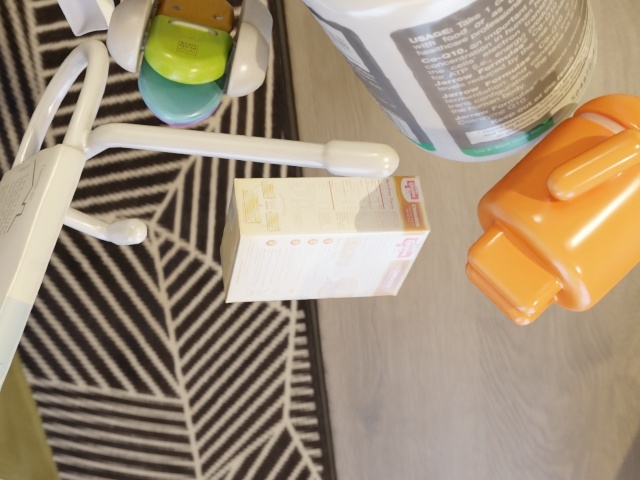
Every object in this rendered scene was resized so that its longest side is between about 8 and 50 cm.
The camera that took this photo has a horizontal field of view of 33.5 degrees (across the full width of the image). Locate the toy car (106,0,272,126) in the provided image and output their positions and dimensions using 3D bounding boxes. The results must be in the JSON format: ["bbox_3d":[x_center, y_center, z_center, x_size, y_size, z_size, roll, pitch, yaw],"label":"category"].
[{"bbox_3d":[-0.138,-0.187,1.098,0.159,0.182,0.136,13,121,-9],"label":"toy car"}]

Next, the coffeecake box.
[{"bbox_3d":[0.000,0.000,1.069,0.185,0.068,0.142,-1,151,-13],"label":"coffeecake box"}]

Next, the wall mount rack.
[{"bbox_3d":[-0.119,0.050,0.589,0.130,0.304,0.350,25,69,-29],"label":"wall mount rack"}]

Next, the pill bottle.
[{"bbox_3d":[0.087,-0.218,0.812,0.204,0.361,0.204,-7,69,20],"label":"pill bottle"}]

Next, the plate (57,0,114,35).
[{"bbox_3d":[-0.415,-0.470,1.712,0.045,0.277,0.278,-30,108,-17],"label":"plate"}]

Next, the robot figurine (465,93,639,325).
[{"bbox_3d":[0.217,-0.031,0.860,0.219,0.128,0.158,-43,126,-8],"label":"robot figurine"}]
